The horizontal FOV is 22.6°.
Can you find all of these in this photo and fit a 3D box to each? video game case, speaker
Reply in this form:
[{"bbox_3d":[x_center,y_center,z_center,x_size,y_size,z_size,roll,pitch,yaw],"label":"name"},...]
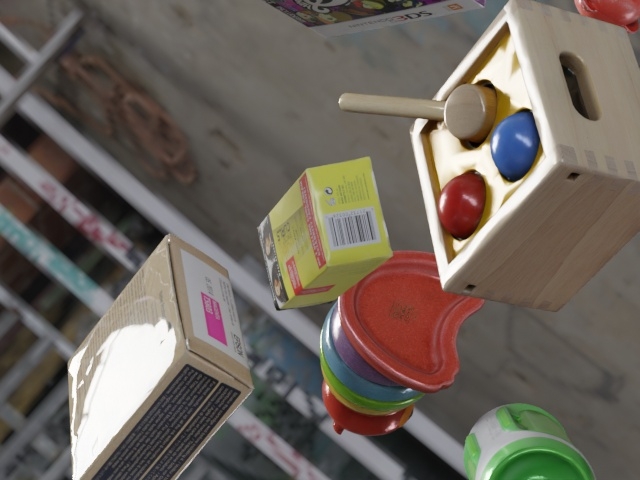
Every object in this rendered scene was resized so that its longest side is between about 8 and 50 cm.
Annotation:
[{"bbox_3d":[0.014,-0.271,1.564,0.210,0.041,0.232,-5,160,40],"label":"video game case"},{"bbox_3d":[0.220,0.250,1.711,0.131,0.131,0.296,41,-177,1],"label":"speaker"}]

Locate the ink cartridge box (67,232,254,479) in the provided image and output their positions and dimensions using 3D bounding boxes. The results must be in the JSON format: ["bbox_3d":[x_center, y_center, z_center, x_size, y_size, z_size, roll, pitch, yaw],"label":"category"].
[{"bbox_3d":[-0.167,0.135,1.618,0.088,0.193,0.234,33,-161,-24],"label":"ink cartridge box"}]

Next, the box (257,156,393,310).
[{"bbox_3d":[0.000,0.000,1.359,0.232,0.058,0.087,141,118,-74],"label":"box"}]

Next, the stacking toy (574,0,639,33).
[{"bbox_3d":[0.293,-0.371,1.820,0.309,0.130,0.279,17,152,-17],"label":"stacking toy"}]

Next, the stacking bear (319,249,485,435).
[{"bbox_3d":[0.075,0.147,1.955,0.164,0.175,0.289,23,149,2],"label":"stacking bear"}]

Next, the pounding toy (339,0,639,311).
[{"bbox_3d":[0.091,-0.051,0.826,0.100,0.141,0.130,11,139,-26],"label":"pounding toy"}]
